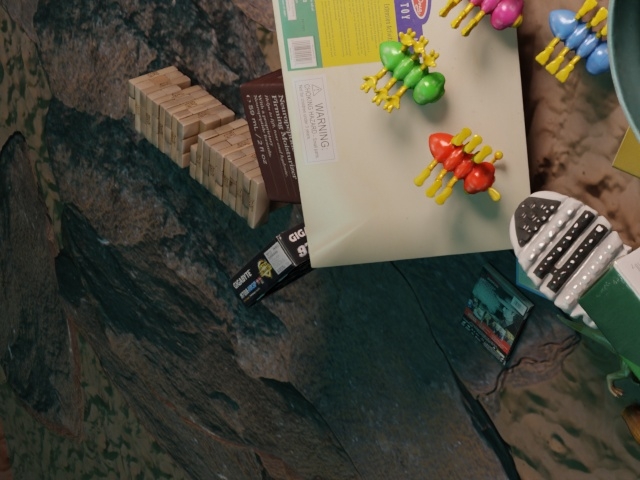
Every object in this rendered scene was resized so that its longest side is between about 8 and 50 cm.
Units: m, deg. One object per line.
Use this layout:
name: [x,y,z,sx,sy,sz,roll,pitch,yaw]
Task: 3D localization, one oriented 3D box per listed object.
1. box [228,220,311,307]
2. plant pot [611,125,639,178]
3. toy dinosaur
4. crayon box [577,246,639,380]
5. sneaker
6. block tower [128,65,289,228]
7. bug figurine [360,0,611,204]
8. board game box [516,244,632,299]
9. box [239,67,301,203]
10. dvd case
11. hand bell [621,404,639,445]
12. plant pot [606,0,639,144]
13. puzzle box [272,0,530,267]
box: [0.000,0.000,1.740,0.051,0.220,0.175,57,148,5]
plant pot: [0.363,-0.102,1.299,0.083,0.081,0.081,34,138,20]
toy dinosaur: [0.366,0.135,1.481,0.183,0.053,0.093,18,121,27]
crayon box: [0.431,0.127,1.244,0.323,0.203,0.083,54,146,15]
sneaker: [0.324,0.063,1.407,0.292,0.110,0.118,46,-179,22]
block tower: [-0.170,-0.152,1.991,0.335,0.097,0.091,40,141,34]
bug figurine: [0.184,-0.183,1.384,0.216,0.072,0.279,44,112,-3]
board game box: [0.301,0.032,1.522,0.154,0.026,0.103,27,133,43]
box: [0.033,-0.149,1.640,0.203,0.167,0.169,8,118,52]
dvd case: [0.231,0.098,1.676,0.087,0.013,0.119,44,144,27]
hand bell: [0.430,0.273,1.462,0.242,0.126,0.126,46,145,44]
plant pot: [0.417,-0.176,1.058,0.293,0.196,0.293,31,131,44]
puzzle box: [0.096,-0.177,1.461,0.272,0.052,0.409,-5,109,8]
